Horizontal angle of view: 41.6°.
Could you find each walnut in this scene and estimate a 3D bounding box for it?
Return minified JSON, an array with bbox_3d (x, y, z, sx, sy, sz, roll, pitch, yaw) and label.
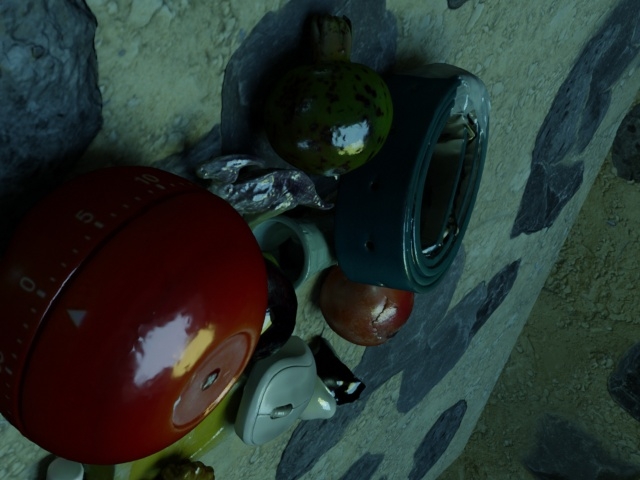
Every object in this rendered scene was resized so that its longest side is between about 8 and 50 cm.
[{"bbox_3d":[-0.259,0.453,1.515,0.143,0.069,0.170,-51,156,-11],"label":"walnut"}]

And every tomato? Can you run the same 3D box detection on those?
[{"bbox_3d":[0.105,0.126,1.805,0.208,0.184,0.208,-38,149,-28],"label":"tomato"}]

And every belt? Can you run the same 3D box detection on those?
[{"bbox_3d":[0.176,-0.117,1.529,0.300,0.173,0.437,53,50,-53],"label":"belt"}]

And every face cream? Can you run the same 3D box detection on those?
[{"bbox_3d":[-0.440,0.469,1.411,0.082,0.082,0.269,-25,141,-46],"label":"face cream"}]

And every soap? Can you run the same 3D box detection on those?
[{"bbox_3d":[-0.279,0.348,1.533,0.315,0.091,0.199,-26,144,-44],"label":"soap"}]

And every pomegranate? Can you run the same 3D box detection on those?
[{"bbox_3d":[0.014,-0.215,1.272,0.202,0.202,0.248,-14,103,-54],"label":"pomegranate"}]

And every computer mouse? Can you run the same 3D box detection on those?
[{"bbox_3d":[-0.077,0.300,1.679,0.297,0.121,0.184,-48,158,-80],"label":"computer mouse"}]

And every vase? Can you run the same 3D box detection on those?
[{"bbox_3d":[0.000,0.000,1.544,0.299,0.143,0.143,-18,136,-57],"label":"vase"}]

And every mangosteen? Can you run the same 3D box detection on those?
[{"bbox_3d":[-0.146,0.094,1.345,0.216,0.216,0.216,-40,151,-28],"label":"mangosteen"}]

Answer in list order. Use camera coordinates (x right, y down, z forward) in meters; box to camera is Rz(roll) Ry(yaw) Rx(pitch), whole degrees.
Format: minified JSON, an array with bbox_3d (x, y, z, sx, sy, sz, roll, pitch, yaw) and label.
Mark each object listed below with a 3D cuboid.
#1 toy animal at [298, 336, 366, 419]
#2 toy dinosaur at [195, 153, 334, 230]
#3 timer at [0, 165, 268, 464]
[{"bbox_3d":[-0.008,0.325,1.912,0.179,0.166,0.138,-35,122,-14],"label":"toy animal"},{"bbox_3d":[-0.102,-0.065,1.278,0.162,0.077,0.294,-27,167,28],"label":"toy dinosaur"},{"bbox_3d":[-0.237,0.098,1.065,0.378,0.279,0.378,-50,160,-26],"label":"timer"}]
